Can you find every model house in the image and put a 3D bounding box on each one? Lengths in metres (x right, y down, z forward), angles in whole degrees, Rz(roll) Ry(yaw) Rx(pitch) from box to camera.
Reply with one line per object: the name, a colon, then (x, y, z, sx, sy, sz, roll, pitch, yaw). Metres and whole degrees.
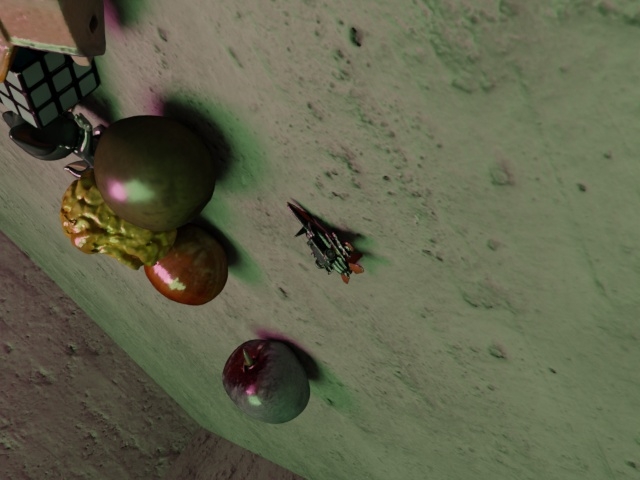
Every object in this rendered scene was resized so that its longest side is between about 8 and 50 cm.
model house: (-0.467, -0.391, 0.939, 0.236, 0.202, 0.237, 4, 159, -5)

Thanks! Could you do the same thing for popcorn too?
popcorn: (-0.435, -0.054, 1.296, 0.250, 0.250, 0.190, 40, 119, -3)

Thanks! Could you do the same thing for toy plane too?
toy plane: (-0.002, 0.003, 1.104, 0.189, 0.061, 0.130, 40, 152, -2)

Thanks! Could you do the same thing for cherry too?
cherry: (-0.150, 0.399, 1.693, 0.255, 0.218, 0.296, 9, 151, 43)

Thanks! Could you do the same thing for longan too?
longan: (-0.307, -0.124, 1.131, 0.246, 0.215, 0.246, 33, -178, -2)

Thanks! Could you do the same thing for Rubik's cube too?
Rubik's cube: (-0.549, -0.342, 1.138, 0.162, 0.161, 0.163, 32, 151, 12)

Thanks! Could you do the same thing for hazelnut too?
hazelnut: (-0.317, 0.057, 1.438, 0.214, 0.176, 0.214, 8, 127, 11)

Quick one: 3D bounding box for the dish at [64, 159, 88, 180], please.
dish: (-0.538, -0.123, 1.530, 0.151, 0.077, 0.212, 16, 144, 33)

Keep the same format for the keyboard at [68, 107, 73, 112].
keyboard: (-0.583, -0.319, 1.363, 0.055, 0.017, 0.166, 52, 149, -14)

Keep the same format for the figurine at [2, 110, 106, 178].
figurine: (-0.549, -0.217, 1.296, 0.193, 0.140, 0.265, 44, 177, 41)
